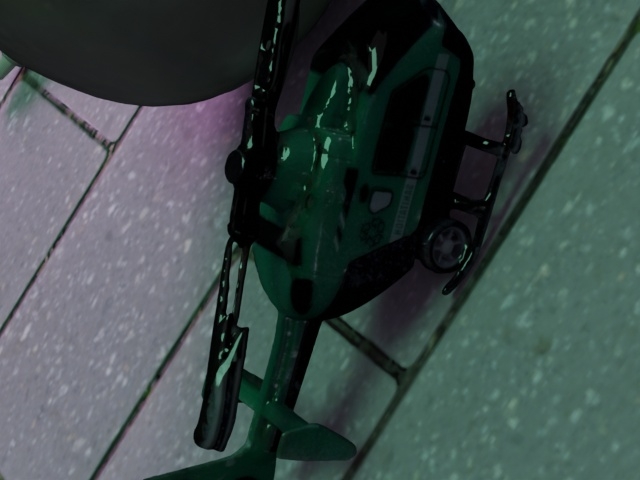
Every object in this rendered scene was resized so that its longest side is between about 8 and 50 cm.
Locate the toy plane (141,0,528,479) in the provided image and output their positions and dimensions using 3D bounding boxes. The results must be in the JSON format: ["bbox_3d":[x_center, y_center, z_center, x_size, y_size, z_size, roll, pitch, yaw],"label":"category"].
[{"bbox_3d":[0.000,0.000,0.983,0.106,0.155,0.381,32,108,53],"label":"toy plane"}]

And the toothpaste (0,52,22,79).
[{"bbox_3d":[-0.226,-0.216,1.497,0.197,0.029,0.048,-48,51,15],"label":"toothpaste"}]

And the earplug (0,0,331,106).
[{"bbox_3d":[-0.103,-0.295,1.169,0.313,0.313,0.394,0,67,50],"label":"earplug"}]
